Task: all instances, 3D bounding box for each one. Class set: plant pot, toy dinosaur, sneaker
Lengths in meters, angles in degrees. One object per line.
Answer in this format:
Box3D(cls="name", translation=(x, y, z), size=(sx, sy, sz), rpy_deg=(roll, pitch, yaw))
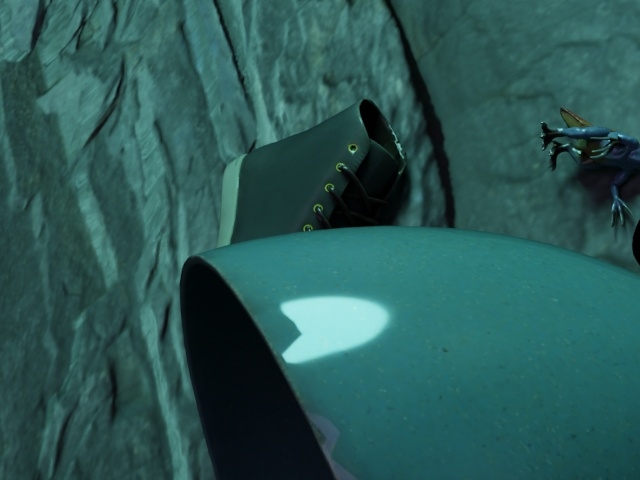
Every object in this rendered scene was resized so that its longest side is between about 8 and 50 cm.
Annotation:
Box3D(cls="plant pot", translation=(0.081, 0.116, 0.505), size=(0.195, 0.290, 0.290), rpy_deg=(-17, 39, -15))
Box3D(cls="toy dinosaur", translation=(0.167, -0.056, 0.694), size=(0.082, 0.047, 0.090), rpy_deg=(2, 51, 24))
Box3D(cls="sneaker", translation=(0.000, 0.000, 0.777), size=(0.118, 0.083, 0.222), rpy_deg=(-32, 43, 23))

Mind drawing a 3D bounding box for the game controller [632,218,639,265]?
Box3D(cls="game controller", translation=(0.271, -0.101, 0.578), size=(0.319, 0.067, 0.166), rpy_deg=(-52, 20, 0))
